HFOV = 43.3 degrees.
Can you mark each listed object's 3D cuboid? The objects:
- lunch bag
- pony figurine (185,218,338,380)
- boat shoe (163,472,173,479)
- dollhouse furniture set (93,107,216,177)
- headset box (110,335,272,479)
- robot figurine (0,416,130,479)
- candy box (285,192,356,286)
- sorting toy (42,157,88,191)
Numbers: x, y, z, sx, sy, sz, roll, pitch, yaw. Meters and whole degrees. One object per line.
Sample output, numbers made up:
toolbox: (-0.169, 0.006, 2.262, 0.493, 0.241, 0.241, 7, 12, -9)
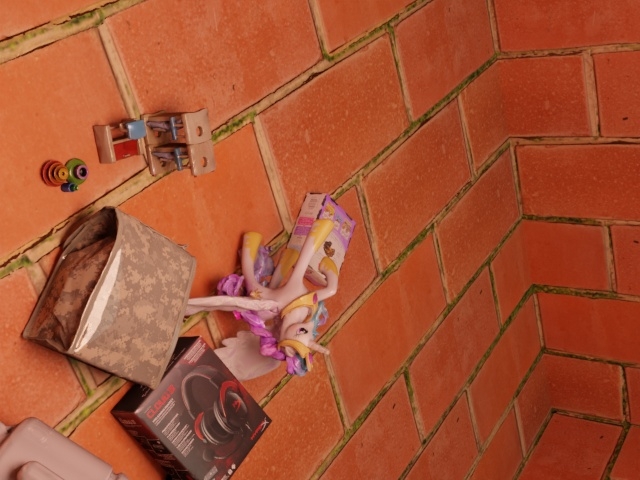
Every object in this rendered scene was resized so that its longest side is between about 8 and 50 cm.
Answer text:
lunch bag: (-0.375, 0.100, 1.512, 0.235, 0.169, 0.287, 38, 68, -48)
pony figurine: (-0.123, 0.141, 1.762, 0.303, 0.351, 0.363, 59, 30, -43)
boat shoe: (-0.276, 0.468, 1.767, 0.206, 0.075, 0.065, -61, 141, -22)
dollhouse furniture set: (-0.321, -0.179, 1.583, 0.184, 0.129, 0.129, -27, 115, -50)
headset box: (-0.272, 0.355, 1.677, 0.293, 0.110, 0.218, 54, 52, -19)
robot figurine: (-0.451, 0.433, 1.338, 0.353, 0.300, 0.199, 35, 62, -7)
candy box: (0.000, 0.000, 2.090, 0.165, 0.070, 0.196, 43, 59, -47)
sorting toy: (-0.458, -0.119, 1.478, 0.102, 0.042, 0.061, -14, 105, -52)
